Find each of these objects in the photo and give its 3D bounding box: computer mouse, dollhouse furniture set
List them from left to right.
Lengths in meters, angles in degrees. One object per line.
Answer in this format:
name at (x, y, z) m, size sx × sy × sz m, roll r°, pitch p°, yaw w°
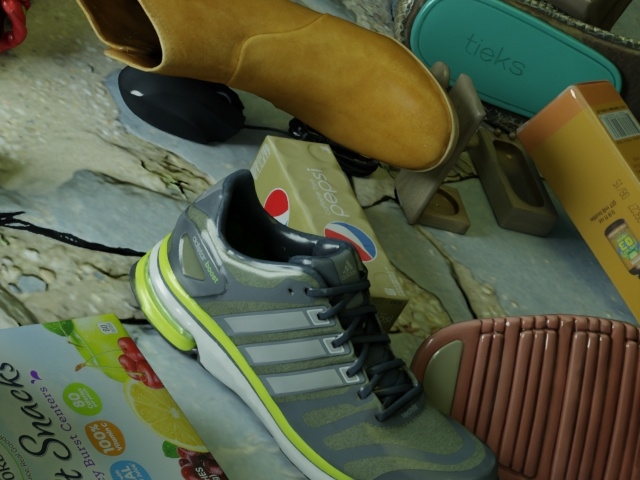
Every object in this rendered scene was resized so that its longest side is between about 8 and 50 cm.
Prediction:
computer mouse at (-0.054, -0.105, 1.459) m, size 0.242 × 0.041 × 0.071 m, roll 14°, pitch 36°, yaw -25°
dollhouse furniture set at (0.153, -0.090, 1.524) m, size 0.151 × 0.123 × 0.144 m, roll 13°, pitch 37°, yaw -25°

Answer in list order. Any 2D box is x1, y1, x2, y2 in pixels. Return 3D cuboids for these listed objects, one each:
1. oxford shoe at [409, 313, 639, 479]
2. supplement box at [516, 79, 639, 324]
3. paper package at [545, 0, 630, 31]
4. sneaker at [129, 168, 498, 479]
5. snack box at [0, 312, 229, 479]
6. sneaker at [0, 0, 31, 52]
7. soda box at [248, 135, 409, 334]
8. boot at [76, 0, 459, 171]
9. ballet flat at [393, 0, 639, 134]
oxford shoe at (0.238, 0.128, 1.335) m, size 0.397 × 0.140 × 0.146 m, roll 12°, pitch 6°, yaw -18°
supplement box at (0.274, -0.026, 1.530) m, size 0.080 × 0.078 × 0.233 m, roll -11°, pitch 66°, yaw -52°
paper package at (0.194, -0.360, 1.771) m, size 0.325 × 0.168 × 0.309 m, roll 38°, pitch 2°, yaw 10°
sneaker at (0.003, 0.072, 1.192) m, size 0.300 × 0.121 × 0.111 m, roll 38°, pitch 34°, yaw 11°
snack box at (-0.150, 0.145, 1.021) m, size 0.174 × 0.070 × 0.207 m, roll -6°, pitch 46°, yaw -43°
sneaker at (-0.268, -0.209, 1.404) m, size 0.118 × 0.107 × 0.279 m, roll 53°, pitch 38°, yaw 1°
soda box at (0.000, 0.000, 1.345) m, size 0.061 × 0.058 × 0.181 m, roll 7°, pitch 40°, yaw -32°
boot at (-0.052, -0.138, 1.382) m, size 0.295 × 0.104 × 0.211 m, roll 38°, pitch 27°, yaw 26°
ballet flat at (0.295, -0.128, 1.679) m, size 0.483 × 0.164 × 0.182 m, roll 29°, pitch 17°, yaw 1°
